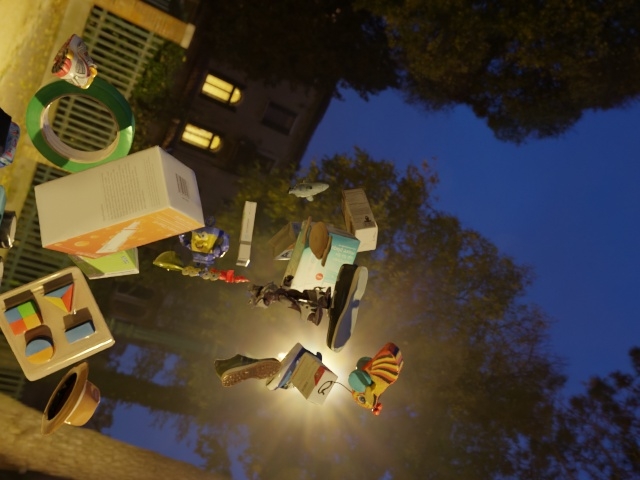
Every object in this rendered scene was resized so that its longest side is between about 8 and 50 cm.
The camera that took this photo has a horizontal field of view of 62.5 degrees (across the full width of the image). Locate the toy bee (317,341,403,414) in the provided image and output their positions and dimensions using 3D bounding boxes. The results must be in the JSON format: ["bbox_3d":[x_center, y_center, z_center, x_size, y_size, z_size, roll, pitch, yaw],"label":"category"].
[{"bbox_3d":[0.157,0.434,1.596,0.195,0.162,0.298,-42,-179,-38],"label":"toy bee"}]

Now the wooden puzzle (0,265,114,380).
[{"bbox_3d":[-0.978,0.309,1.931,0.080,0.322,0.348,19,-49,67],"label":"wooden puzzle"}]

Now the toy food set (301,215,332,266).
[{"bbox_3d":[0.000,0.000,1.848,0.192,0.038,0.132,47,-54,52],"label":"toy food set"}]

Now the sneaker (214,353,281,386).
[{"bbox_3d":[-0.206,0.342,1.458,0.086,0.192,0.064,37,-61,42],"label":"sneaker"}]

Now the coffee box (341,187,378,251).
[{"bbox_3d":[0.162,-0.091,2.248,0.141,0.098,0.246,91,-12,-48],"label":"coffee box"}]

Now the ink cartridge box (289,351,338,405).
[{"bbox_3d":[-0.027,0.512,1.959,0.127,0.072,0.175,-60,-153,-3],"label":"ink cartridge box"}]

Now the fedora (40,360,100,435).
[{"bbox_3d":[-0.579,0.381,1.246,0.194,0.079,0.194,-37,-147,29],"label":"fedora"}]

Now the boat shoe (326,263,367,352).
[{"bbox_3d":[0.072,0.222,1.763,0.091,0.114,0.303,11,-111,30],"label":"boat shoe"}]

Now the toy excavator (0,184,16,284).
[{"bbox_3d":[-0.869,-0.126,1.258,0.445,0.222,0.433,129,-37,-52],"label":"toy excavator"}]

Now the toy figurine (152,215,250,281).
[{"bbox_3d":[-0.419,0.019,1.908,0.362,0.191,0.217,8,-91,31],"label":"toy figurine"}]

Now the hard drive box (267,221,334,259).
[{"bbox_3d":[-0.073,0.002,2.222,0.181,0.232,0.089,-38,-117,43],"label":"hard drive box"}]

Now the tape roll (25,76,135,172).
[{"bbox_3d":[-0.777,-0.377,1.720,0.321,0.321,0.077,-57,-153,25],"label":"tape roll"}]

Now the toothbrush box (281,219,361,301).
[{"bbox_3d":[-0.003,0.094,2.069,0.296,0.216,0.126,-69,-158,12],"label":"toothbrush box"}]

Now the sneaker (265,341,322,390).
[{"bbox_3d":[-0.072,0.580,2.200,0.130,0.236,0.323,-48,178,24],"label":"sneaker"}]

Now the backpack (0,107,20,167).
[{"bbox_3d":[-0.692,-0.191,1.007,0.173,0.117,0.158,-21,-130,1],"label":"backpack"}]

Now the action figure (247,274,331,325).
[{"bbox_3d":[-0.112,0.179,1.707,0.185,0.285,0.099,-49,144,-51],"label":"action figure"}]

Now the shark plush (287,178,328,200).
[{"bbox_3d":[-0.047,-0.170,1.663,0.067,0.161,0.073,-3,-96,40],"label":"shark plush"}]

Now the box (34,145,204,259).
[{"bbox_3d":[-0.514,-0.088,1.376,0.215,0.345,0.168,42,33,-74],"label":"box"}]

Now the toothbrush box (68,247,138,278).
[{"bbox_3d":[-0.876,0.048,2.146,0.283,0.206,0.122,103,-22,-66],"label":"toothbrush box"}]

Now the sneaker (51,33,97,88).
[{"bbox_3d":[-0.632,-0.456,1.364,0.088,0.092,0.225,-41,-139,17],"label":"sneaker"}]

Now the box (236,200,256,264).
[{"bbox_3d":[-0.241,-0.020,1.707,0.145,0.038,0.186,139,-41,-75],"label":"box"}]
